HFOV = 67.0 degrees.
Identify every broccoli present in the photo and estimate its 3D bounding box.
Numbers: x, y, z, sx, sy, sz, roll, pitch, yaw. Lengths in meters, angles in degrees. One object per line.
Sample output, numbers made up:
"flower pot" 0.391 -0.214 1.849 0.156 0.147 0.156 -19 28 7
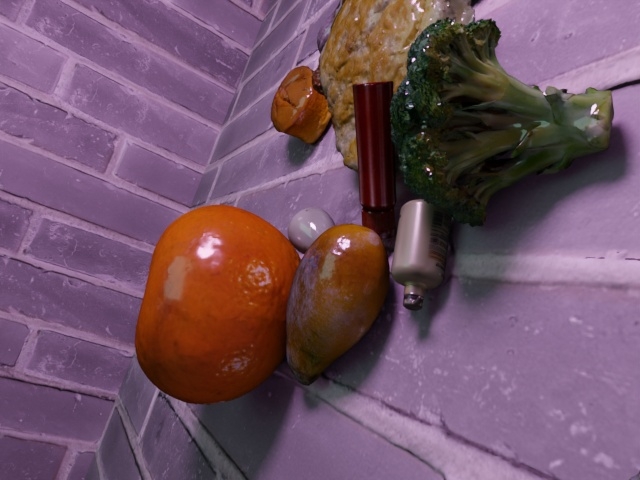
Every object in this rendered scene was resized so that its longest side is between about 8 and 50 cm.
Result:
"broccoli" 0.214 -0.156 0.604 0.269 0.268 0.254 -1 73 62

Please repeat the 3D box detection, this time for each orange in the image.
"orange" -0.206 0.135 1.024 0.424 0.325 0.425 -169 90 -72

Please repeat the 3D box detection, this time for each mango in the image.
"mango" 0.017 0.113 0.837 0.193 0.146 0.317 -110 35 -57

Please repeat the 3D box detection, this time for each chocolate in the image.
"chocolate" 0.074 -0.623 1.370 0.248 0.110 0.110 -52 29 33

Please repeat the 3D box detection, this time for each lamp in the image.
"lamp" 0.000 0.000 1.003 0.106 0.106 0.193 -61 34 12

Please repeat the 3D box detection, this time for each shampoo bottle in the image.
"shampoo bottle" 0.094 -0.133 0.823 0.102 0.064 0.261 -110 15 -72
"shampoo bottle" 0.147 0.024 0.718 0.079 0.079 0.162 -20 52 56

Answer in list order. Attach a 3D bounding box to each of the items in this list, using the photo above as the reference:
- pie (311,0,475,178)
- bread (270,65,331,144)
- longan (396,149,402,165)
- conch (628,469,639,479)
"pie" 0.140 -0.345 0.944 0.395 0.180 0.418 -60 35 38
"bread" -0.055 -0.393 1.386 0.196 0.142 0.270 -55 26 22
"longan" 0.176 -0.149 0.789 0.092 0.113 0.114 -16 55 66
"conch" 0.258 0.221 0.290 0.172 0.131 0.200 54 150 32
